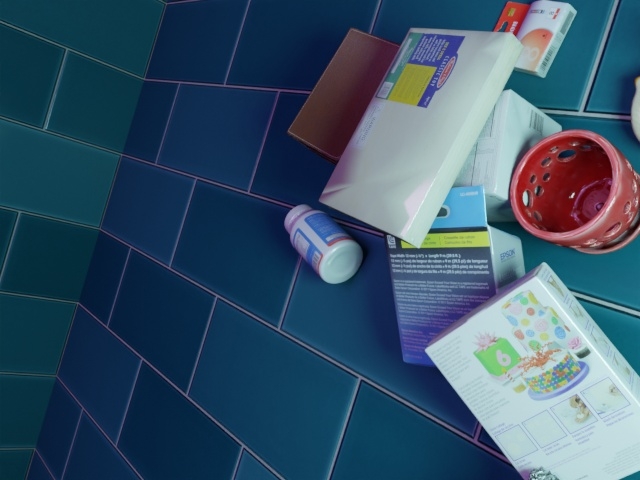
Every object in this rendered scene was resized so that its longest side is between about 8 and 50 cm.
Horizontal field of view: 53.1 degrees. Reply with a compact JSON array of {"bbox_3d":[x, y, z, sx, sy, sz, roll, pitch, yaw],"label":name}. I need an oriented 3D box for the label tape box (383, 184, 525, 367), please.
[{"bbox_3d":[0.258,0.068,1.226,0.249,0.115,0.347,-2,99,48],"label":"label tape box"}]

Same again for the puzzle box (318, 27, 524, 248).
[{"bbox_3d":[0.180,-0.210,1.217,0.272,0.052,0.409,29,91,52],"label":"puzzle box"}]

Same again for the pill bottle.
[{"bbox_3d":[0.000,0.000,1.608,0.124,0.124,0.221,-59,43,17],"label":"pill bottle"}]

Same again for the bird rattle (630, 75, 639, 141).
[{"bbox_3d":[0.613,-0.215,1.040,0.207,0.143,0.253,-13,82,57],"label":"bird rattle"}]

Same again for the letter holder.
[{"bbox_3d":[0.102,-0.321,1.540,0.214,0.152,0.302,35,94,41],"label":"letter holder"}]

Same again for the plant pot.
[{"bbox_3d":[0.452,-0.076,1.097,0.191,0.174,0.191,-16,68,45],"label":"plant pot"}]

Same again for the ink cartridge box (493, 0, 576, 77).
[{"bbox_3d":[0.421,-0.431,1.338,0.179,0.045,0.145,34,103,44],"label":"ink cartridge box"}]

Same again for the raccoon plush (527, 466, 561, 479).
[{"bbox_3d":[0.477,0.443,0.897,0.446,0.216,0.299,-21,73,11],"label":"raccoon plush"}]

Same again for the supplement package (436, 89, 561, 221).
[{"bbox_3d":[0.298,-0.153,1.268,0.263,0.199,0.198,0,77,48],"label":"supplement package"}]

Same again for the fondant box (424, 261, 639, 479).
[{"bbox_3d":[0.368,0.238,1.044,0.238,0.096,0.330,-42,83,31],"label":"fondant box"}]
